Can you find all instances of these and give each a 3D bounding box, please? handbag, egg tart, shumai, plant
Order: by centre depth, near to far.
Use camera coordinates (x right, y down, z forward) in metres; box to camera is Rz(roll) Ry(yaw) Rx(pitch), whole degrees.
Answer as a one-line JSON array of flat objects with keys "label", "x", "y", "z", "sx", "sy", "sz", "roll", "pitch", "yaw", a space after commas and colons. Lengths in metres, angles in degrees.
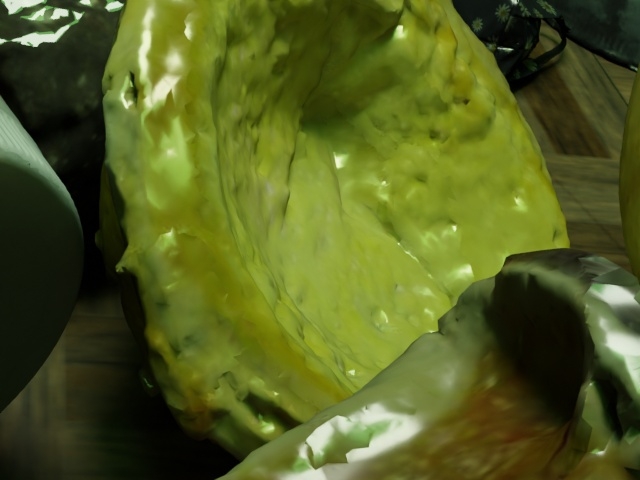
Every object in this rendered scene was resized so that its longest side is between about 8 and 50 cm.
[{"label": "shumai", "x": 0.077, "y": 0.148, "z": 0.363, "sx": 0.314, "sy": 0.262, "sz": 0.267, "roll": 24, "pitch": 35, "yaw": 15}, {"label": "egg tart", "x": 0.000, "y": 0.000, "z": 0.624, "sx": 0.315, "sy": 0.120, "sz": 0.315, "roll": 31, "pitch": 46, "yaw": -38}, {"label": "plant", "x": -0.087, "y": -0.117, "z": 0.774, "sx": 0.181, "sy": 0.194, "sz": 0.320, "roll": 33, "pitch": 41, "yaw": 23}, {"label": "handbag", "x": 0.130, "y": -0.157, "z": 1.036, "sx": 0.139, "sy": 0.072, "sz": 0.115, "roll": -4, "pitch": 32, "yaw": -46}]

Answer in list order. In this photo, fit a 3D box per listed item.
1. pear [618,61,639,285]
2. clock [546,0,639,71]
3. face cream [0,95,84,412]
[{"label": "pear", "x": 0.311, "y": -0.021, "z": 0.628, "sx": 0.348, "sy": 0.348, "sz": 0.348, "roll": 9, "pitch": 33, "yaw": -6}, {"label": "clock", "x": 0.301, "y": -0.205, "z": 1.166, "sx": 0.280, "sy": 0.055, "sz": 0.281, "roll": 9, "pitch": 32, "yaw": -6}, {"label": "face cream", "x": -0.220, "y": -0.020, "z": 0.549, "sx": 0.201, "sy": 0.201, "sz": 0.187, "roll": -16, "pitch": 52, "yaw": -37}]
